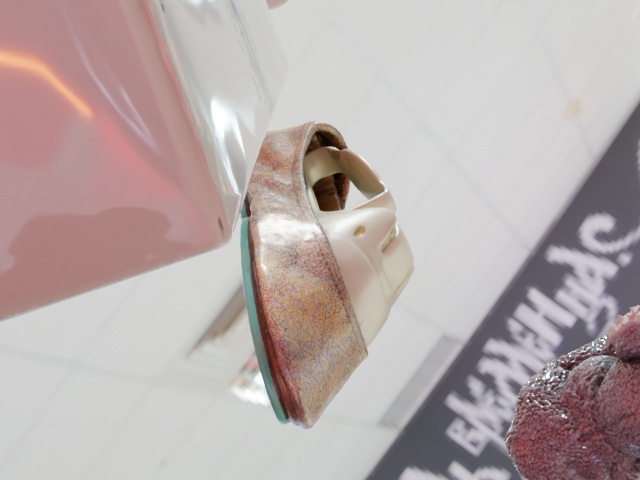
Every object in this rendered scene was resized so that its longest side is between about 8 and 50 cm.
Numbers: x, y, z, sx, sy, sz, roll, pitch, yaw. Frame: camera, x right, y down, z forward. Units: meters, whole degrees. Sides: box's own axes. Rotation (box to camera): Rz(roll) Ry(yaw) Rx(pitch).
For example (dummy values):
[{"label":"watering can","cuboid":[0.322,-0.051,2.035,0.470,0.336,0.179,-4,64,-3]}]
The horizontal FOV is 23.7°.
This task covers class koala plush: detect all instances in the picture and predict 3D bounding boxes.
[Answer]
[{"label":"koala plush","cuboid":[0.300,0.164,1.431,0.203,0.196,0.221,-15,-11,-21]}]

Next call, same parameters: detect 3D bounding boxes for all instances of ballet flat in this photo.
[{"label":"ballet flat","cuboid":[0.000,0.000,0.966,0.106,0.316,0.108,-18,-59,2]}]

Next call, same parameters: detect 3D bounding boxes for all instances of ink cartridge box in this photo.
[{"label":"ink cartridge box","cuboid":[-0.121,-0.079,0.442,0.171,0.168,0.233,-19,14,6]}]

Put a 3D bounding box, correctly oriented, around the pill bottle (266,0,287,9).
[{"label":"pill bottle","cuboid":[-0.061,-0.228,1.237,0.065,0.065,0.116,-56,26,5]}]
